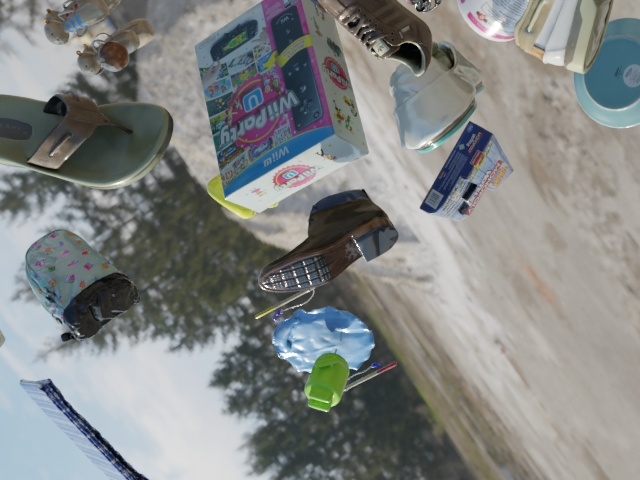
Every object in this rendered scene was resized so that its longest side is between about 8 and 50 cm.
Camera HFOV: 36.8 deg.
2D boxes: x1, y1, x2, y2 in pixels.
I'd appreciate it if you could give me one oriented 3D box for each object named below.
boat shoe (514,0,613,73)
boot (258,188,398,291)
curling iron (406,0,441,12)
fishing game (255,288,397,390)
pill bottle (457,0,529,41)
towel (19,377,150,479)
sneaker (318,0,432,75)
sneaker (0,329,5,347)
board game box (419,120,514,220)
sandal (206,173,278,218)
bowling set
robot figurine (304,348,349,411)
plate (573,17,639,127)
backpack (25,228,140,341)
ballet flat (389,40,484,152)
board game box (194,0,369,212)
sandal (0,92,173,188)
[{"bbox_3d":[0.302,-0.353,1.131,0.103,0.302,0.113,21,-153,24],"label":"boat shoe"},{"bbox_3d":[0.000,0.000,1.457,0.082,0.219,0.106,71,176,-48],"label":"boot"},{"bbox_3d":[0.134,-0.443,1.553,0.274,0.068,0.035,32,-129,-61],"label":"curling iron"},{"bbox_3d":[0.006,0.182,1.765,0.264,0.189,0.041,40,-147,-28],"label":"fishing game"},{"bbox_3d":[0.392,-0.507,1.788,0.160,0.160,0.283,56,149,3],"label":"pill bottle"},{"bbox_3d":[-0.493,0.413,2.031,0.336,0.040,0.243,50,154,-13],"label":"towel"},{"bbox_3d":[0.075,-0.274,1.231,0.188,0.066,0.071,19,-125,-33],"label":"sneaker"},{"bbox_3d":[-0.642,0.118,1.710,0.152,0.114,0.305,33,163,12],"label":"sneaker"},{"bbox_3d":[0.301,-0.121,1.890,0.060,0.194,0.194,35,-167,29],"label":"board game box"},{"bbox_3d":[-0.106,-0.136,1.813,0.126,0.138,0.317,38,-165,-5],"label":"sandal"},{"bbox_3d":[-0.431,-0.375,1.742,0.287,0.154,0.199,48,-156,-47],"label":"bowling set"},{"bbox_3d":[0.013,0.248,1.710,0.115,0.067,0.101,-65,-16,-46],"label":"robot figurine"},{"bbox_3d":[0.512,-0.287,1.644,0.024,0.188,0.188,-4,-130,-45],"label":"plate"},{"bbox_3d":[-0.415,0.067,1.627,0.182,0.152,0.115,36,142,29],"label":"backpack"},{"bbox_3d":[0.168,-0.235,1.483,0.139,0.139,0.400,56,-158,-7],"label":"ballet flat"},{"bbox_3d":[-0.068,-0.230,1.536,0.097,0.224,0.303,22,-133,-52],"label":"board game box"},{"bbox_3d":[-0.338,-0.139,1.243,0.086,0.303,0.120,60,-143,-69],"label":"sandal"}]
